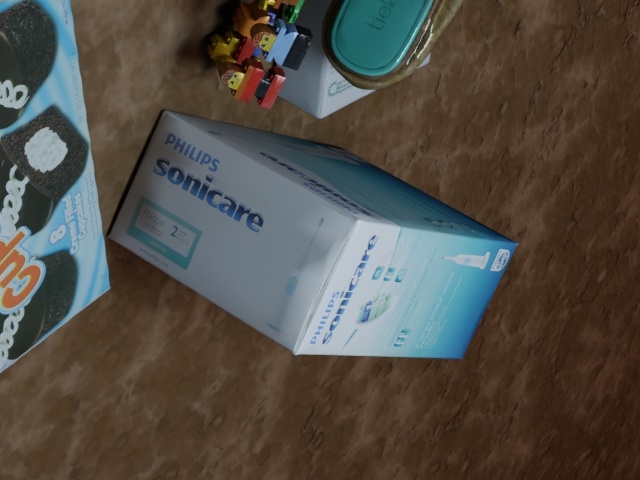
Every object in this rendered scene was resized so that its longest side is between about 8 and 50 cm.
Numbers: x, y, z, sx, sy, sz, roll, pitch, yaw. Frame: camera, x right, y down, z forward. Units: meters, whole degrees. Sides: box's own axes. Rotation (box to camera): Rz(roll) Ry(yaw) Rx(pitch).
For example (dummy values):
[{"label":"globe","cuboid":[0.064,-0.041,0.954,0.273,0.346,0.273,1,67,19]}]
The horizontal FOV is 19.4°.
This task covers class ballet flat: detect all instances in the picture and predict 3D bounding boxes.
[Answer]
[{"label":"ballet flat","cuboid":[0.114,-0.276,1.538,0.342,0.116,0.124,-63,172,7]}]

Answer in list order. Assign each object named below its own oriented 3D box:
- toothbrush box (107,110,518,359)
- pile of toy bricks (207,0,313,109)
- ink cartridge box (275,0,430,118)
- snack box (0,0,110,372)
[{"label":"toothbrush box","cuboid":[0.000,0.000,1.615,0.295,0.216,0.126,8,109,-60]},{"label":"pile of toy bricks","cuboid":[-0.057,-0.212,1.470,0.105,0.118,0.212,16,119,-23]},{"label":"ink cartridge box","cuboid":[0.049,-0.279,1.592,0.165,0.065,0.332,-29,140,-43]},{"label":"snack box","cuboid":[-0.250,-0.038,1.348,0.187,0.060,0.322,-39,146,-32]}]
